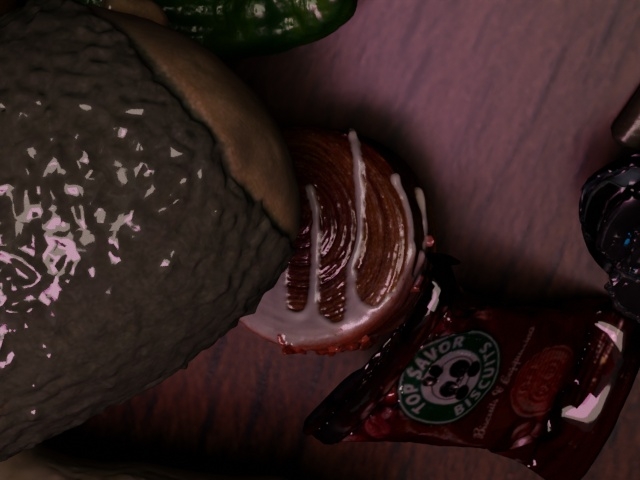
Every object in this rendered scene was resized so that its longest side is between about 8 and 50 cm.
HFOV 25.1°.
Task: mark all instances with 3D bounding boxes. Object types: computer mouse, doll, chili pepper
[{"bbox_3d":[0.282,0.000,0.954,0.241,0.077,0.146,23,128,-6],"label":"computer mouse"},{"bbox_3d":[-0.186,0.012,0.868,0.349,0.247,0.247,-45,97,-5],"label":"doll"},{"bbox_3d":[-0.077,-0.168,0.956,0.257,0.074,0.100,-2,109,10],"label":"chili pepper"}]

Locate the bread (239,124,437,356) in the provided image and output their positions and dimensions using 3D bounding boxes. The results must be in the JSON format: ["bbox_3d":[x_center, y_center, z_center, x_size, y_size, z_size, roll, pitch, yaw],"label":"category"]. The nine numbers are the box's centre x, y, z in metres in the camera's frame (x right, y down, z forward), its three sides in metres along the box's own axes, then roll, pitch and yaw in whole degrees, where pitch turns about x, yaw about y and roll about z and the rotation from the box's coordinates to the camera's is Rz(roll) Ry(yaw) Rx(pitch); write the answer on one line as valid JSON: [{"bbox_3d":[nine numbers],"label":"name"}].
[{"bbox_3d":[0.000,0.000,0.973,0.160,0.073,0.160,0,88,16],"label":"bread"}]

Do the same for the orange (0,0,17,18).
[{"bbox_3d":[-0.298,-0.173,0.908,0.236,0.236,0.236,2,107,7],"label":"orange"}]

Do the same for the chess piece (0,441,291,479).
[{"bbox_3d":[-0.190,0.210,1.006,0.442,0.234,0.234,25,108,3],"label":"chess piece"}]

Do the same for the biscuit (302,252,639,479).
[{"bbox_3d":[0.114,0.090,0.979,0.235,0.063,0.151,12,111,-36],"label":"biscuit"}]

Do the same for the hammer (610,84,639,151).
[{"bbox_3d":[0.283,-0.183,0.929,0.125,0.027,0.297,31,108,-3],"label":"hammer"}]
